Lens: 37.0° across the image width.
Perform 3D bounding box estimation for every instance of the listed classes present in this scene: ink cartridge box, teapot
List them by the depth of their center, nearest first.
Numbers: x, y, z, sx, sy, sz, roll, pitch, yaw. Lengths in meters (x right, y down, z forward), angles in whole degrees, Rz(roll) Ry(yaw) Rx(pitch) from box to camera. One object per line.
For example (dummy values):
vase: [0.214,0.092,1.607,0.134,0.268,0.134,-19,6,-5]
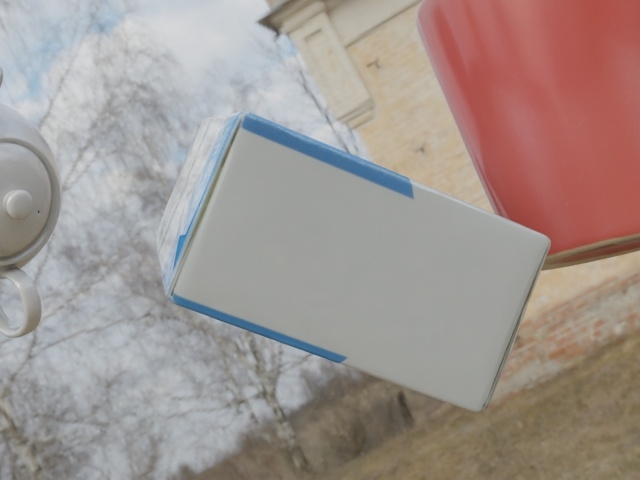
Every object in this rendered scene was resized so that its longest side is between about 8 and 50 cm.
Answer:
ink cartridge box: [0.000,0.000,0.734,0.307,0.223,0.129,-150,80,-77]
teapot: [-0.406,-0.048,1.148,0.187,0.252,0.256,14,-20,40]

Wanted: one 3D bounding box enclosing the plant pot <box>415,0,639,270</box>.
plant pot: [0.239,-0.112,0.817,0.275,0.243,0.275,-13,-8,-2]
